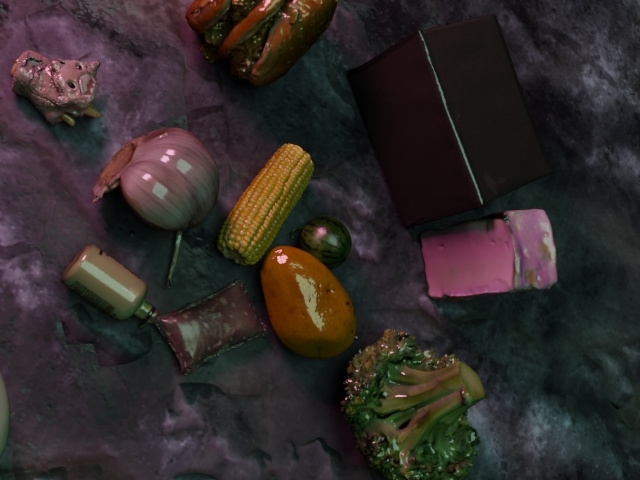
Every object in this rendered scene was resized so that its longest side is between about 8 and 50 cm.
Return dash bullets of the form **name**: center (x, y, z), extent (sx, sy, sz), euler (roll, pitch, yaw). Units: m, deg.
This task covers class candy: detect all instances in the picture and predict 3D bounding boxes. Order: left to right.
- **candy**: center (0.315, 0.034, 1.539), extent (0.116, 0.265, 0.155), euler (-6, 84, -33)

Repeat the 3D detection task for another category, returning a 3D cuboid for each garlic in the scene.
- **garlic**: center (-0.285, -0.062, 1.325), extent (0.207, 0.207, 0.256), euler (9, 112, -26)

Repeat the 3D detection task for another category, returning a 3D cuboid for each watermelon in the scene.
- **watermelon**: center (0.007, 0.000, 1.477), extent (0.109, 0.109, 0.108), euler (5, 79, -27)

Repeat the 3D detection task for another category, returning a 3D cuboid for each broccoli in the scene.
- **broccoli**: center (0.170, 0.299, 1.446), extent (0.288, 0.235, 0.259), euler (31, 103, -29)

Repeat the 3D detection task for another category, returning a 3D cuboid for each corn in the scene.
- **corn**: center (-0.097, -0.067, 1.436), extent (0.093, 0.093, 0.244), euler (38, 66, -18)

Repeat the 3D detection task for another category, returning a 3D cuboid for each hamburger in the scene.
- **hamburger**: center (-0.093, -0.417, 1.424), extent (0.211, 0.245, 0.260), euler (44, 44, -13)

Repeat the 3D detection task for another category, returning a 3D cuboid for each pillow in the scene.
- **pillow**: center (-0.185, 0.147, 1.379), extent (0.185, 0.043, 0.118), euler (-26, 92, -29)

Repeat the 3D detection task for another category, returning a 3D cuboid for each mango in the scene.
- **mango**: center (-0.029, 0.112, 1.426), extent (0.147, 0.109, 0.227), euler (-36, 99, -3)

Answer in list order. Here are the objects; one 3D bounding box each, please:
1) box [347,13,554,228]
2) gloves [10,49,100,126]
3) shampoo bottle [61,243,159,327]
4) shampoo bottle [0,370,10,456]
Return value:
- **box**: center (0.248, -0.228, 1.555), extent (0.205, 0.251, 0.345), euler (-21, 92, -29)
- **gloves**: center (-0.427, -0.252, 1.297), extent (0.144, 0.094, 0.110), euler (6, 67, -19)
- **shampoo bottle**: center (-0.331, 0.081, 1.293), extent (0.162, 0.079, 0.079), euler (38, 66, -17)
- **shampoo bottle**: center (-0.576, 0.166, 1.110), extent (0.222, 0.151, 0.349), euler (-18, 89, -27)
